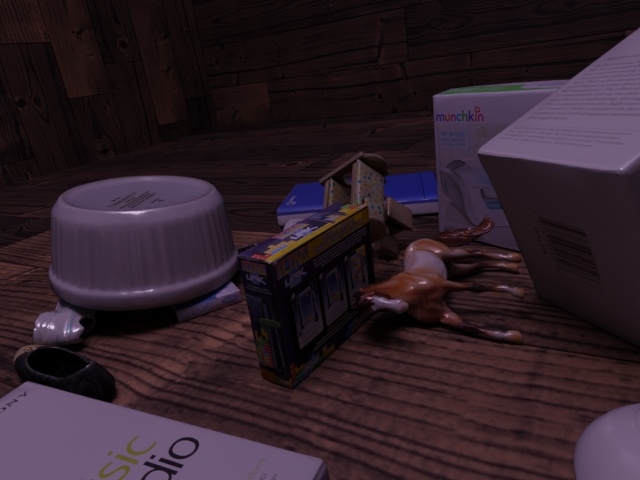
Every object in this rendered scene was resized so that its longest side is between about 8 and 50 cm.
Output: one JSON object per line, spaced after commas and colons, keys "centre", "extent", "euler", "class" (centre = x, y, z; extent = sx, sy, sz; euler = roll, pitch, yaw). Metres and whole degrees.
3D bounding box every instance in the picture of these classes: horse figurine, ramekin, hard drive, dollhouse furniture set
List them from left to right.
{"centre": [-0.259, -0.013, 0.695], "extent": [0.272, 0.127, 0.273], "euler": [1, 20, -1], "class": "ramekin"}
{"centre": [0.086, -0.092, 0.999], "extent": [0.318, 0.040, 0.210], "euler": [-4, 21, 11], "class": "hard drive"}
{"centre": [0.084, -0.001, 0.659], "extent": [0.101, 0.161, 0.182], "euler": [-28, 46, 43], "class": "dollhouse furniture set"}
{"centre": [0.156, 0.042, 0.580], "extent": [0.174, 0.066, 0.263], "euler": [6, 26, 20], "class": "horse figurine"}

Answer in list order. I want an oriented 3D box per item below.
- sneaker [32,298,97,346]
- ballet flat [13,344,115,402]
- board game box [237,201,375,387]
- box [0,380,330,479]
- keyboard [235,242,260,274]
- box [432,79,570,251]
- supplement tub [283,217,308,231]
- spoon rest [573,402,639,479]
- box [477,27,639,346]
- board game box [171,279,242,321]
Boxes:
{"centre": [-0.338, 0.104, 0.648], "extent": [0.061, 0.054, 0.152], "euler": [5, 20, -11], "class": "sneaker"}
{"centre": [-0.287, 0.137, 0.522], "extent": [0.173, 0.049, 0.057], "euler": [5, 23, 33], "class": "ballet flat"}
{"centre": [-0.004, 0.050, 0.510], "extent": [0.048, 0.141, 0.170], "euler": [8, 25, 37], "class": "board game box"}
{"centre": [-0.183, 0.204, 0.293], "extent": [0.322, 0.059, 0.232], "euler": [1, 22, 26], "class": "box"}
{"centre": [-0.181, 0.039, 0.784], "extent": [0.180, 0.023, 0.108], "euler": [-15, 21, -19], "class": "keyboard"}
{"centre": [0.310, -0.112, 0.687], "extent": [0.126, 0.231, 0.262], "euler": [-21, 24, -31], "class": "box"}
{"centre": [0.000, 0.000, 0.745], "extent": [0.107, 0.071, 0.071], "euler": [5, 24, 32], "class": "supplement tub"}
{"centre": [0.195, 0.165, 0.241], "extent": [0.137, 0.084, 0.276], "euler": [9, 13, 37], "class": "spoon rest"}
{"centre": [0.371, -0.091, 0.468], "extent": [0.345, 0.215, 0.168], "euler": [-36, 25, -8], "class": "box"}
{"centre": [-0.171, 0.078, 0.677], "extent": [0.090, 0.020, 0.090], "euler": [-18, 23, -24], "class": "board game box"}
